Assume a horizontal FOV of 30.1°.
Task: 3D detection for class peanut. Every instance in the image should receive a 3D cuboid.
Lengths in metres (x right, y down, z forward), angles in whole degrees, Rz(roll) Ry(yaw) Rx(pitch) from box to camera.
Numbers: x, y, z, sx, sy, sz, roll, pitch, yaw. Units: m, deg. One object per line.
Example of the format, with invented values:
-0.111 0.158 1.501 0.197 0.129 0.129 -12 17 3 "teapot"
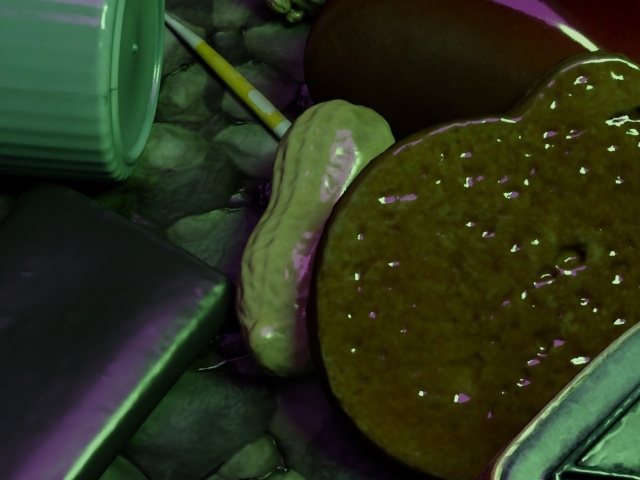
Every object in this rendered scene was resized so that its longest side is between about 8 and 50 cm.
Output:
0.000 0.000 1.013 0.124 0.123 0.256 12 66 8 "peanut"

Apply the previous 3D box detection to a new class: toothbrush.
-0.108 -0.184 1.195 0.021 0.024 0.288 -32 61 -23 "toothbrush"

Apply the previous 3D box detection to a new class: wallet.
-0.266 0.138 0.949 0.228 0.062 0.406 28 60 18 "wallet"

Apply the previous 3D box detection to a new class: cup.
-0.309 -0.184 1.093 0.311 0.331 0.256 6 89 3 "cup"

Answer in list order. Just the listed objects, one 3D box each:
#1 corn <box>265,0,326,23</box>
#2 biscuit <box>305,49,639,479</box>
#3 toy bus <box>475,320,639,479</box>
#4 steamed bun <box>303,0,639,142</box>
-0.015 -0.377 1.276 0.127 0.126 0.335 -3 53 -2 "corn"
0.191 0.030 0.915 0.394 0.070 0.350 9 95 0 "biscuit"
0.282 0.266 0.726 0.203 0.233 0.427 -38 74 -24 "toy bus"
0.183 -0.174 1.051 0.379 0.248 0.235 25 57 17 "steamed bun"
